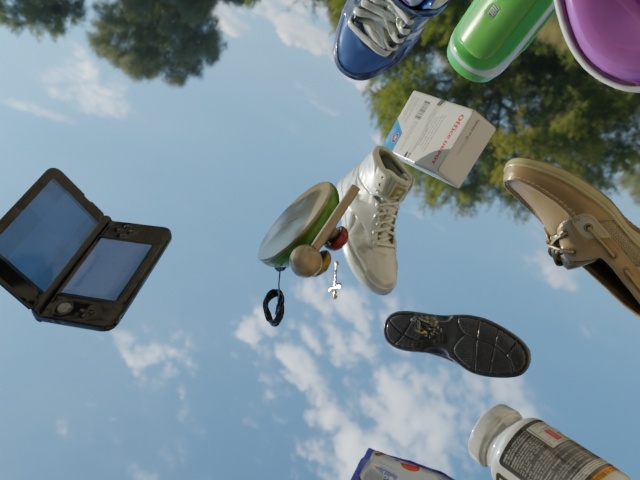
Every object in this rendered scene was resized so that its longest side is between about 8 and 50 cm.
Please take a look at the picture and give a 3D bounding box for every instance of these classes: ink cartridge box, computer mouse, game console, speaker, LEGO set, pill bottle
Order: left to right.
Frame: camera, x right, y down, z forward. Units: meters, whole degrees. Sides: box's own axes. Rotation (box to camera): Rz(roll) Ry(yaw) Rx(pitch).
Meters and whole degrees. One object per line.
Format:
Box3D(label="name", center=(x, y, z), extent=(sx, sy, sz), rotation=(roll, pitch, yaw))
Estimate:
Box3D(label="game console", center=(-0.478, 0.008, 1.335), extent=(0.250, 0.173, 0.293), rotation=(7, -136, 15))
Box3D(label="computer mouse", center=(-0.064, 0.061, 1.254), extent=(0.041, 0.071, 0.242), rotation=(37, -136, -31))
Box3D(label="LEGO set", center=(0.179, 0.138, 1.110), extent=(0.054, 0.024, 0.083), rotation=(16, -168, -3))
Box3D(label="ink cartridge box", center=(0.244, -0.216, 1.413), extent=(0.085, 0.148, 0.203), rotation=(27, -172, -37))
Box3D(label="speaker", center=(0.345, -0.422, 1.199), extent=(0.131, 0.296, 0.131), rotation=(10, -123, -17))
Box3D(label="pill bottle", center=(0.428, 0.438, 1.272), extent=(0.162, 0.162, 0.278), rotation=(6, -164, -39))

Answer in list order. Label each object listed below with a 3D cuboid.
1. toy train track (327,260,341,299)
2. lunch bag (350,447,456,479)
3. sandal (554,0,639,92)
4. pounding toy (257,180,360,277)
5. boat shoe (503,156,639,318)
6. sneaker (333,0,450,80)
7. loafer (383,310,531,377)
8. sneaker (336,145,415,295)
Box3D(label="toy train track", center=(0.035, 0.086, 1.441), extent=(0.014, 0.048, 0.083), rotation=(10, -104, -32))
Box3D(label="lunch bag", center=(0.172, 0.636, 1.312), extent=(0.327, 0.239, 0.386), rotation=(16, -125, 17))
Box3D(label="sandal", center=(0.279, -0.339, 0.565), extent=(0.169, 0.417, 0.102), rotation=(12, -164, 35))
Box3D(label="pounding toy", center=(0.000, 0.000, 1.148), extent=(0.110, 0.183, 0.237), rotation=(42, 170, -19))
Box3D(label="boat shoe", center=(0.425, -0.005, 1.079), extent=(0.341, 0.110, 0.121), rotation=(37, 173, 4))
Box3D(label="sneaker", center=(0.104, -0.341, 0.942), extent=(0.130, 0.323, 0.236), rotation=(42, -150, -5))
Box3D(label="loafer", center=(0.277, 0.198, 1.335), extent=(0.302, 0.109, 0.095), rotation=(10, 178, 32))
Box3D(label="sneaker", center=(0.121, -0.052, 1.337), extent=(0.108, 0.169, 0.293), rotation=(6, -124, -31))
